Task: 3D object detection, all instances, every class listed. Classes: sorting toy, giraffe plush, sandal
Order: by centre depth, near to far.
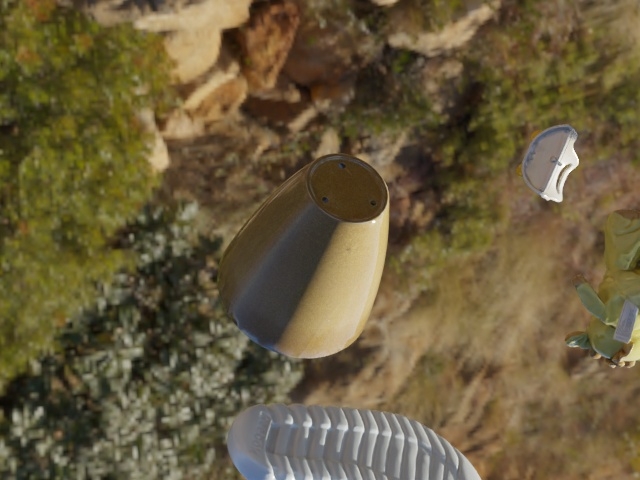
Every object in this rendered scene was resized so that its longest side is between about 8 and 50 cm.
[{"bbox_3d":[0.261,-0.079,1.274,0.045,0.083,0.075,19,171,43],"label":"sorting toy"},{"bbox_3d":[0.404,0.088,1.458,0.210,0.181,0.170,-46,158,-25],"label":"giraffe plush"},{"bbox_3d":[0.049,0.320,1.611,0.416,0.169,0.102,20,132,-24],"label":"sandal"}]

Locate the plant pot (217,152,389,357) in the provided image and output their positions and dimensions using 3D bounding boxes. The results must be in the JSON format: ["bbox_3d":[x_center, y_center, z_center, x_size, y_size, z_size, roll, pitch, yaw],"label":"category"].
[{"bbox_3d":[0.000,0.000,1.605,0.237,0.237,0.254,1,145,-21],"label":"plant pot"}]
